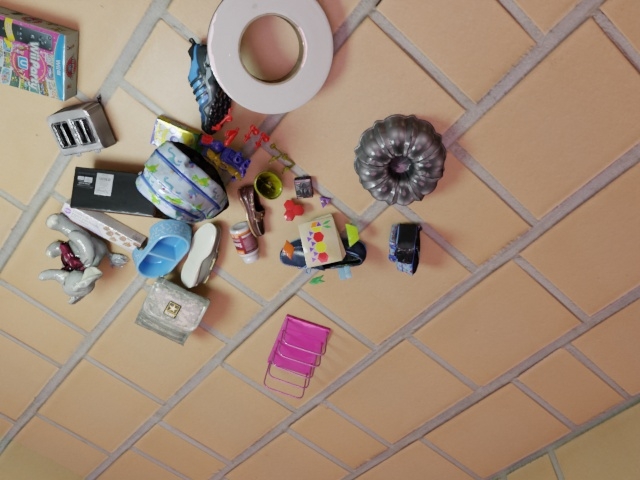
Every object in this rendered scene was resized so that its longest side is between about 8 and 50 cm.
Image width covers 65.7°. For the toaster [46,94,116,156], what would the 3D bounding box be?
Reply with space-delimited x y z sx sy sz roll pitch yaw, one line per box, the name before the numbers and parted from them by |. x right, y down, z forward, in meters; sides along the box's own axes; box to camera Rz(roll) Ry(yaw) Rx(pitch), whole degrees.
toaster | -0.837 -0.396 1.742 0.168 0.110 0.185 -8 118 9

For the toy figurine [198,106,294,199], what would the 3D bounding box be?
toy figurine | -0.298 -0.301 1.748 0.363 0.217 0.191 34 77 -44

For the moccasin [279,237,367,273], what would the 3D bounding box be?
moccasin | 0.005 0.052 1.914 0.342 0.116 0.137 -8 118 9

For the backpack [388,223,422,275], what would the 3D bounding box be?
backpack | 0.319 0.041 1.866 0.117 0.158 0.173 4 132 12

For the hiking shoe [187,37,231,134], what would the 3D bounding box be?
hiking shoe | -0.377 -0.507 1.659 0.132 0.113 0.303 27 127 22

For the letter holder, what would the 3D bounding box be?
letter holder | -0.728 -0.168 1.854 0.302 0.214 0.151 7 88 0

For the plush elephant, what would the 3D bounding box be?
plush elephant | -0.961 0.109 1.937 0.330 0.255 0.272 27 137 -18

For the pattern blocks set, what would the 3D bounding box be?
pattern blocks set | 0.000 0.000 1.847 0.286 0.026 0.324 -4 86 -1

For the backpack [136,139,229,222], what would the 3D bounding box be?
backpack | -0.438 -0.186 1.592 0.273 0.355 0.290 -44 98 -19

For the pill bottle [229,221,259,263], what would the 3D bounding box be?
pill bottle | -0.292 0.010 1.935 0.086 0.086 0.151 -11 117 11

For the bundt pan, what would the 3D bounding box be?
bundt pan | 0.277 -0.259 1.713 0.331 0.124 0.330 2 120 3

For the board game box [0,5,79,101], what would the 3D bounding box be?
board game box | -0.971 -0.619 1.637 0.304 0.097 0.223 15 120 -5

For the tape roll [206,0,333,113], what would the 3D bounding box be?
tape roll | -0.153 -0.591 1.526 0.393 0.072 0.391 -6 116 -13

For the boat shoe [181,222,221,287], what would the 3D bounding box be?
boat shoe | -0.461 0.057 1.975 0.109 0.091 0.304 43 118 28

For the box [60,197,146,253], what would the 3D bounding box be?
box | -0.853 -0.058 1.959 0.324 0.067 0.063 31 118 -13

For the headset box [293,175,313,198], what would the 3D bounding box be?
headset box | -0.062 -0.199 1.828 0.062 0.032 0.083 -4 120 8

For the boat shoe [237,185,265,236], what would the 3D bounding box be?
boat shoe | -0.246 -0.108 1.872 0.073 0.073 0.206 -11 118 13

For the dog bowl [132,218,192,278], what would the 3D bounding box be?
dog bowl | -0.621 0.042 1.949 0.166 0.074 0.297 23 125 -38

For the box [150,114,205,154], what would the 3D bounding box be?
box | -0.507 -0.361 1.771 0.179 0.043 0.105 21 119 -9

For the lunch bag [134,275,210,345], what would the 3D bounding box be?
lunch bag | -0.603 0.280 2.033 0.235 0.168 0.287 28 137 -11

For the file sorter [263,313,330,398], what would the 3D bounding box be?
file sorter | -0.107 0.510 2.145 0.202 0.182 0.290 20 119 -6
